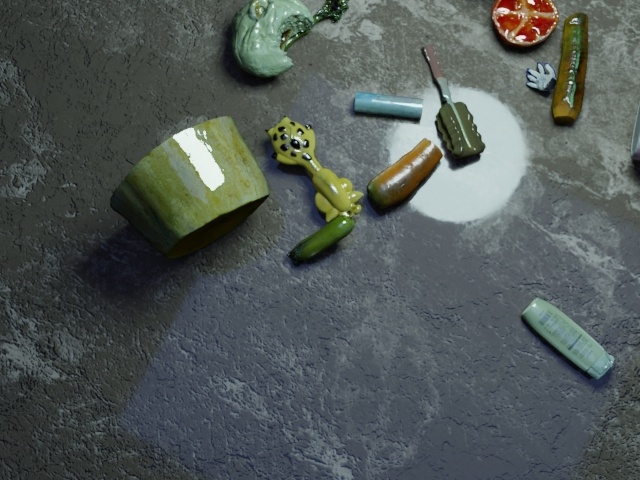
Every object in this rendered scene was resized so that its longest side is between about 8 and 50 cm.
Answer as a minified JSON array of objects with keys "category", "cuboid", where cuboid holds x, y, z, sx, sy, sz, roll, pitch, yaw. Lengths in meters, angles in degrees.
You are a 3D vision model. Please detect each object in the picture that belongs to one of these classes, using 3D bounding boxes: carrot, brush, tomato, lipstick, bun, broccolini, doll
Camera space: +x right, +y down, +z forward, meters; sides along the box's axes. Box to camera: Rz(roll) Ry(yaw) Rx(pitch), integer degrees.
[{"category":"carrot","cuboid":[0.194,-0.148,1.852,0.193,0.087,0.087,-36,80,-6]},{"category":"brush","cuboid":[0.294,-0.324,1.891,0.084,0.071,0.301,-14,70,-15]},{"category":"tomato","cuboid":[0.469,-0.512,1.900,0.155,0.069,0.155,0,78,1]},{"category":"lipstick","cuboid":[0.159,-0.315,1.899,0.158,0.048,0.048,7,81,5]},{"category":"bun","cuboid":[-0.120,-0.490,1.887,0.204,0.126,0.212,-11,66,18]},{"category":"carrot","cuboid":[0.577,-0.397,1.877,0.070,0.070,0.260,8,80,5]},{"category":"broccolini","cuboid":[-0.030,-0.503,1.959,0.254,0.071,0.057,-44,117,3]},{"category":"doll","cuboid":[-0.013,-0.163,1.863,0.117,0.086,0.291,-40,81,3]}]

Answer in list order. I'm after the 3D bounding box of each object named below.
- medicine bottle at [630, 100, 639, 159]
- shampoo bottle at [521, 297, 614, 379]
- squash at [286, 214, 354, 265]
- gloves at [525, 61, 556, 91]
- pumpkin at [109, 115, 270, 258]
[{"category":"medicine bottle","cuboid":[0.850,-0.250,1.735,0.325,0.256,0.256,13,81,14]},{"category":"shampoo bottle","cuboid":[0.539,0.213,1.780,0.212,0.049,0.072,43,82,10]},{"category":"squash","cuboid":[0.000,0.000,1.824,0.183,0.052,0.052,-32,79,22]},{"category":"gloves","cuboid":[0.510,-0.379,1.880,0.086,0.026,0.064,39,107,46]},{"category":"pumpkin","cuboid":[-0.262,-0.096,1.749,0.332,0.332,0.199,-37,81,-3]}]
